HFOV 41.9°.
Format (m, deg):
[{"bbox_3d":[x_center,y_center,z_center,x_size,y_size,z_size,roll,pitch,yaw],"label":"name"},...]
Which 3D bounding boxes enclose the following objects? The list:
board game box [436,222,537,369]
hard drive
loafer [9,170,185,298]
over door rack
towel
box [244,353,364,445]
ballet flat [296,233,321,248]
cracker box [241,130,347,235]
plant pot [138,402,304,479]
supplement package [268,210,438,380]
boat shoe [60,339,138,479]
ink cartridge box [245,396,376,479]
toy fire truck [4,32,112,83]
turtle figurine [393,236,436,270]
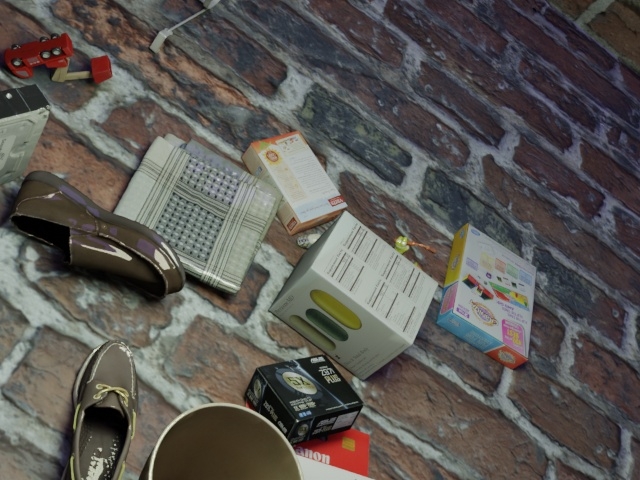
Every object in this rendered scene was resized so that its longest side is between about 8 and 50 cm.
[{"bbox_3d":[0.432,0.138,2.138,0.242,0.064,0.317,32,46,-12],"label":"board game box"},{"bbox_3d":[-0.655,-0.147,1.458,0.339,0.237,0.064,-28,78,-45],"label":"hard drive"},{"bbox_3d":[-0.431,0.016,1.588,0.365,0.134,0.130,30,50,-1],"label":"loafer"},{"bbox_3d":[-0.398,-0.637,2.082,0.239,0.108,0.324,39,45,-4],"label":"over door rack"},{"bbox_3d":[-0.257,-0.070,1.784,0.312,0.056,0.324,27,49,-8],"label":"towel"},{"bbox_3d":[-0.031,0.311,1.639,0.180,0.078,0.147,-4,40,-41],"label":"box"},{"bbox_3d":[0.000,0.000,1.951,0.114,0.041,0.041,8,55,-31],"label":"ballet flat"},{"bbox_3d":[-0.063,-0.139,1.987,0.155,0.067,0.232,-20,72,-41],"label":"cracker box"},{"bbox_3d":[-0.198,0.431,1.337,0.256,0.274,0.257,18,51,-23],"label":"plant pot"},{"bbox_3d":[0.072,0.121,1.801,0.262,0.199,0.198,38,46,-7],"label":"supplement package"},{"bbox_3d":[-0.369,0.307,1.430,0.116,0.097,0.325,21,49,-21],"label":"boat shoe"},{"bbox_3d":[-0.019,0.440,1.605,0.296,0.066,0.261,23,49,-20],"label":"ink cartridge box"},{"bbox_3d":[-0.559,-0.379,1.789,0.191,0.135,0.047,-15,63,2],"label":"toy fire truck"},{"bbox_3d":[0.143,0.059,1.923,0.217,0.269,0.087,15,69,6],"label":"turtle figurine"}]
